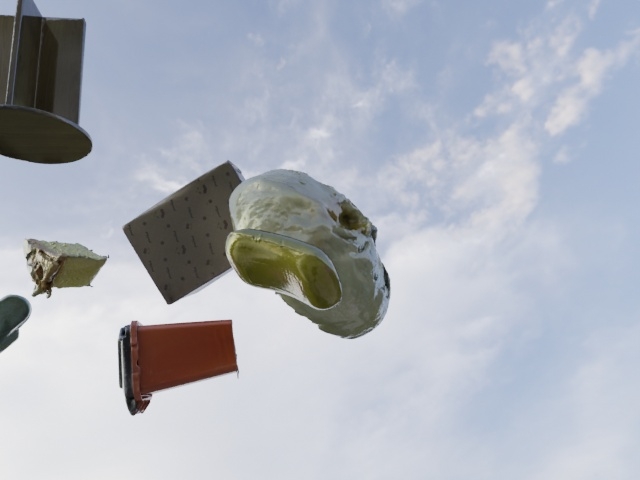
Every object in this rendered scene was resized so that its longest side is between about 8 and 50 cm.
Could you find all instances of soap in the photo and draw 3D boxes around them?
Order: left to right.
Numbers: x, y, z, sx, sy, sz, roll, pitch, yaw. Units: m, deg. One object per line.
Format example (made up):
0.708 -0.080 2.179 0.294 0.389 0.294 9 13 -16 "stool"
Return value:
-0.039 0.029 0.449 0.140 0.045 0.089 15 -40 28 "soap"

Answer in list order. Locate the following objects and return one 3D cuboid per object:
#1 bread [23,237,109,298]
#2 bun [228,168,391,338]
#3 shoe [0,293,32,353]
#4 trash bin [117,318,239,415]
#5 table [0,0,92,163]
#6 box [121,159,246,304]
-0.605 0.041 0.994 0.127 0.152 0.147 -46 -22 20 "bread"
0.000 0.000 0.621 0.146 0.287 0.287 -43 -57 12 "bun"
-0.834 0.239 1.073 0.103 0.100 0.251 44 -98 2 "shoe"
-0.299 0.263 0.913 0.238 0.185 0.161 -4 -18 -14 "trash bin"
-0.449 -0.260 0.667 0.167 0.227 0.167 -5 -14 -1 "table"
-0.282 -0.019 1.059 0.297 0.190 0.225 -32 -91 -1 "box"
